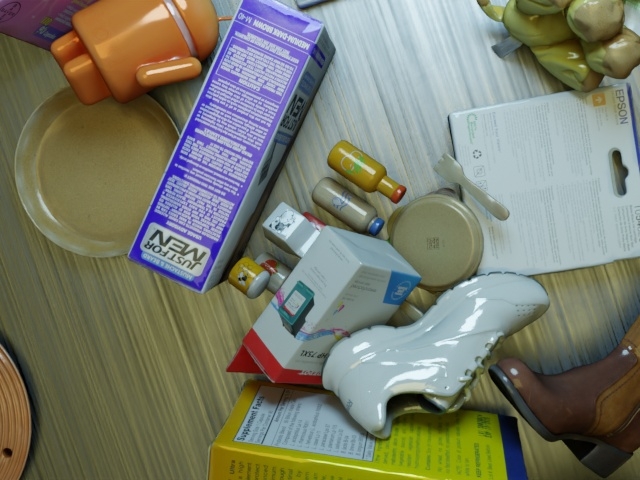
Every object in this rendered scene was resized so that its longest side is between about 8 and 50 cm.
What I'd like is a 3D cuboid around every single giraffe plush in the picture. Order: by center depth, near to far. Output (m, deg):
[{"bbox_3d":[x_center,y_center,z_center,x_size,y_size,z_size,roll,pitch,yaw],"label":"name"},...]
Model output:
[{"bbox_3d":[0.311,-0.295,1.022,0.170,0.210,0.181,-49,116,-9],"label":"giraffe plush"}]

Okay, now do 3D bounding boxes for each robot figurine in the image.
[{"bbox_3d":[-0.220,-0.254,1.084,0.219,0.158,0.128,-31,113,-9],"label":"robot figurine"}]

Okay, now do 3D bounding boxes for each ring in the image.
[{"bbox_3d":[-0.561,0.250,1.213,0.337,0.032,0.336,0,94,6],"label":"ring"}]

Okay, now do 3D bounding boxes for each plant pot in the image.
[{"bbox_3d":[-0.291,-0.095,1.161,0.236,0.032,0.236,0,93,6],"label":"plant pot"}]

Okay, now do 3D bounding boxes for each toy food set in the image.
[{"bbox_3d":[0.000,0.000,1.077,0.105,0.111,0.232,35,72,15],"label":"toy food set"},{"bbox_3d":[0.145,-0.001,1.095,0.132,0.038,0.192,44,111,17],"label":"toy food set"}]

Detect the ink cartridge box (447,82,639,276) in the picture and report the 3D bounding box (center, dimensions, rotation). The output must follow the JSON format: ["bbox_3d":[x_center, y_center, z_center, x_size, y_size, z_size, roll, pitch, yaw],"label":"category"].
[{"bbox_3d":[0.287,-0.071,1.088,0.224,0.045,0.223,-9,93,6],"label":"ink cartridge box"}]

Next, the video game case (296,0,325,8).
[{"bbox_3d":[0.047,-0.421,1.108,0.213,0.023,0.193,-16,91,6],"label":"video game case"}]

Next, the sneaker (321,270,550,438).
[{"bbox_3d":[0.154,0.142,1.045,0.297,0.111,0.129,-27,49,-8],"label":"sneaker"}]

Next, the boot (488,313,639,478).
[{"bbox_3d":[0.361,0.129,1.023,0.264,0.096,0.280,37,98,-24],"label":"boot"}]

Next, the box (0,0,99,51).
[{"bbox_3d":[-0.315,-0.364,1.057,0.243,0.213,0.117,-39,88,7],"label":"box"}]

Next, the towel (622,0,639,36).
[{"bbox_3d":[0.437,-0.297,1.073,0.113,0.023,0.152,28,94,2],"label":"towel"}]

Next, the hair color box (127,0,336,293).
[{"bbox_3d":[-0.100,-0.115,1.060,0.110,0.185,0.338,27,96,3],"label":"hair color box"}]

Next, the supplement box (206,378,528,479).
[{"bbox_3d":[0.055,0.313,1.048,0.357,0.194,0.195,7,105,7],"label":"supplement box"}]

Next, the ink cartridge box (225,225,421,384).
[{"bbox_3d":[0.002,0.102,1.063,0.078,0.134,0.231,48,111,34],"label":"ink cartridge box"}]
